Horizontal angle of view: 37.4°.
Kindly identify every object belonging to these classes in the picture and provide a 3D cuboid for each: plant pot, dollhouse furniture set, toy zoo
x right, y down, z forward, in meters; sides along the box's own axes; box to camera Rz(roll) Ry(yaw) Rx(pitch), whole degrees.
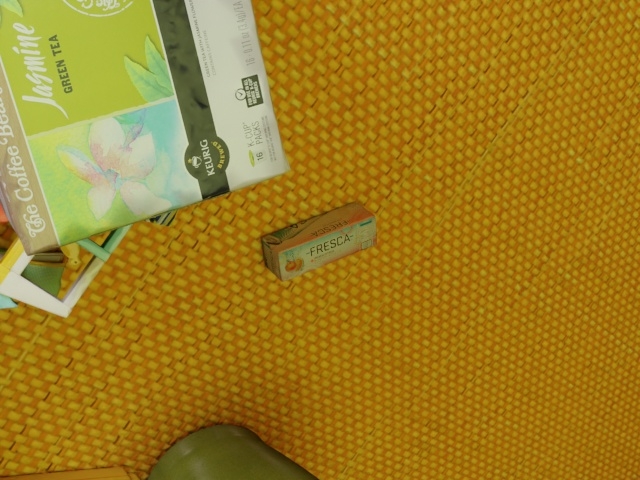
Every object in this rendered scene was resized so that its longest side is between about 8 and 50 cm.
[{"bbox_3d":[-0.116,0.492,1.532,0.366,0.353,0.366,-15,122,-26],"label":"plant pot"},{"bbox_3d":[-0.414,0.056,1.284,0.152,0.058,0.076,2,115,-34],"label":"dollhouse furniture set"},{"bbox_3d":[-0.353,-0.034,1.230,0.192,0.030,0.293,37,83,-22],"label":"toy zoo"}]

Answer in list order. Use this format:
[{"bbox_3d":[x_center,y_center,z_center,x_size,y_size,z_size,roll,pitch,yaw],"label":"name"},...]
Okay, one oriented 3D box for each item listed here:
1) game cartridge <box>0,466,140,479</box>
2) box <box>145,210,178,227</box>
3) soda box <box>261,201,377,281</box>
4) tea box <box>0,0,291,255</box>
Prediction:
[{"bbox_3d":[-0.451,0.519,1.526,0.285,0.053,0.323,3,114,-34],"label":"game cartridge"},{"bbox_3d":[-0.212,-0.108,1.328,0.059,0.054,0.169,14,107,-37],"label":"box"},{"bbox_3d":[0.000,0.000,1.523,0.183,0.063,0.058,-21,125,-23],"label":"soda box"},{"bbox_3d":[-0.247,-0.202,1.096,0.323,0.220,0.329,-20,112,-18],"label":"tea box"}]
